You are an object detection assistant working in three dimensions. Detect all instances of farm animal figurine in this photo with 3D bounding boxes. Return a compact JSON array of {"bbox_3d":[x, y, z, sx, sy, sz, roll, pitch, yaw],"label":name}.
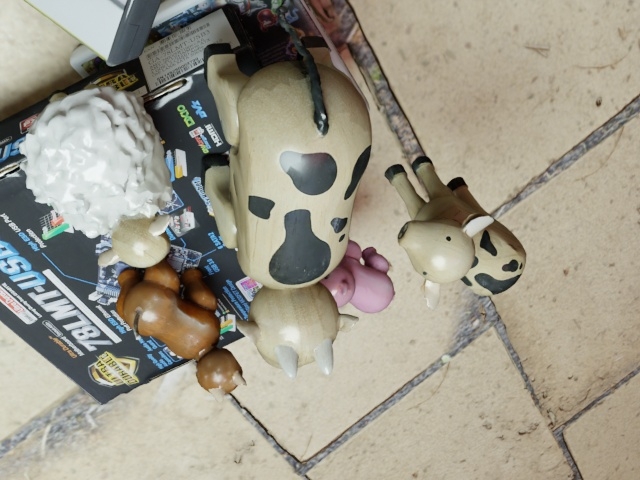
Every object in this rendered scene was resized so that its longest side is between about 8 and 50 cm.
[{"bbox_3d":[0.000,0.000,0.572,0.330,0.172,0.327,-20,136,-6],"label":"farm animal figurine"}]

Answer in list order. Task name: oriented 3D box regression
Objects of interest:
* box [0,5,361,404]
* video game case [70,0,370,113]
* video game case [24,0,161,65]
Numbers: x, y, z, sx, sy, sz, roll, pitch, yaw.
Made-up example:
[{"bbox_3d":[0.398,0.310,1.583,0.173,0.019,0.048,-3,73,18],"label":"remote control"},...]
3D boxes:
[{"bbox_3d":[-0.140,-0.007,0.679,0.293,0.073,0.295,-26,137,3],"label":"box"},{"bbox_3d":[-0.079,-0.132,0.663,0.190,0.022,0.173,-21,136,18],"label":"video game case"},{"bbox_3d":[-0.157,-0.274,0.415,0.275,0.248,0.035,-58,172,35],"label":"video game case"}]
